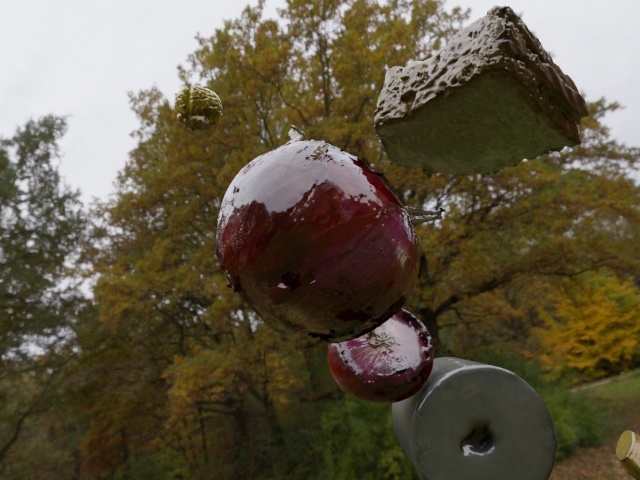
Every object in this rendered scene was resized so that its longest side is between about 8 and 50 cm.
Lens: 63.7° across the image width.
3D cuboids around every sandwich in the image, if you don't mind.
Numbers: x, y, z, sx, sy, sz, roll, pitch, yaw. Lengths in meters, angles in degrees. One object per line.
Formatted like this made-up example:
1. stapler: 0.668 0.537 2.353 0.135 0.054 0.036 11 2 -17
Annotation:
1. sandwich: 0.252 -0.226 0.905 0.262 0.131 0.325 24 -26 -35

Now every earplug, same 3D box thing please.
1. earplug: 0.335 0.447 1.262 0.312 0.313 0.394 -14 -8 -4

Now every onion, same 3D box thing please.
1. onion: 0.000 0.000 0.660 0.276 0.276 0.276 -14 -21 -5
2. onion: 0.135 0.257 1.158 0.248 0.248 0.161 -13 -56 -9

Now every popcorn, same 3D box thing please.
1. popcorn: -0.211 -0.223 0.898 0.084 0.084 0.084 -14 -21 -5

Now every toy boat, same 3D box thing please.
1. toy boat: 0.796 0.542 1.281 0.089 0.088 0.229 -62 -21 17

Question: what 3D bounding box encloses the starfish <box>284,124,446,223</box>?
1. starfish: 0.026 -0.103 0.923 0.132 0.383 0.398 -66 -14 12
